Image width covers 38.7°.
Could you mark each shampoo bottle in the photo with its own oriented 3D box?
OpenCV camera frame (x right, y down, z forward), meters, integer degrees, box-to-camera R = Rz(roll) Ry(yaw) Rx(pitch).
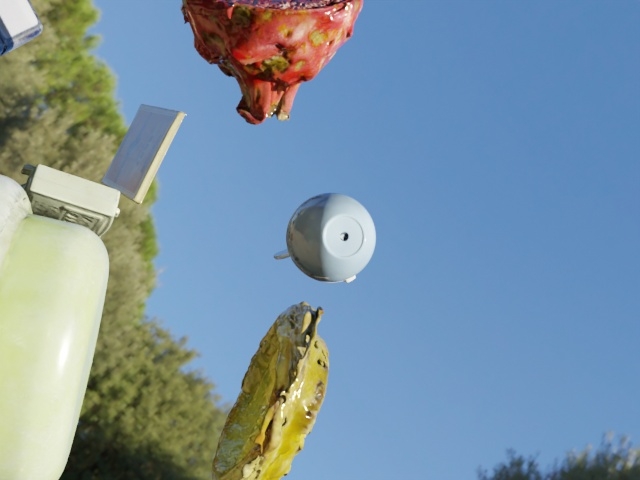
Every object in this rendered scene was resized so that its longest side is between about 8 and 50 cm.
[{"bbox_3d":[-0.370,0.086,0.842,0.318,0.322,0.322,15,-38,-10],"label":"shampoo bottle"}]

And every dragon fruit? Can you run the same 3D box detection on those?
[{"bbox_3d":[-0.075,-0.259,1.284,0.262,0.134,0.211,2,-53,3],"label":"dragon fruit"}]

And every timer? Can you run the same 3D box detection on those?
[{"bbox_3d":[0.012,0.013,1.648,0.175,0.175,0.255,41,-21,10],"label":"timer"}]

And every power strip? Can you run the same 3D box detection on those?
[{"bbox_3d":[-0.333,-0.053,1.127,0.175,0.042,0.075,18,-31,-20],"label":"power strip"}]

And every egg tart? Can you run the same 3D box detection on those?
[{"bbox_3d":[-0.052,0.205,1.148,0.095,0.278,0.279,24,-37,-8],"label":"egg tart"}]

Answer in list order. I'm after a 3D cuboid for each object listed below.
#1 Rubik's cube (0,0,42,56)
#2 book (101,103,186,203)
[{"bbox_3d":[-0.687,-0.380,1.423,0.314,0.316,0.318,-18,-71,17],"label":"Rubik's cube"},{"bbox_3d":[-0.316,-0.157,1.598,0.018,0.170,0.242,28,-3,-28],"label":"book"}]
